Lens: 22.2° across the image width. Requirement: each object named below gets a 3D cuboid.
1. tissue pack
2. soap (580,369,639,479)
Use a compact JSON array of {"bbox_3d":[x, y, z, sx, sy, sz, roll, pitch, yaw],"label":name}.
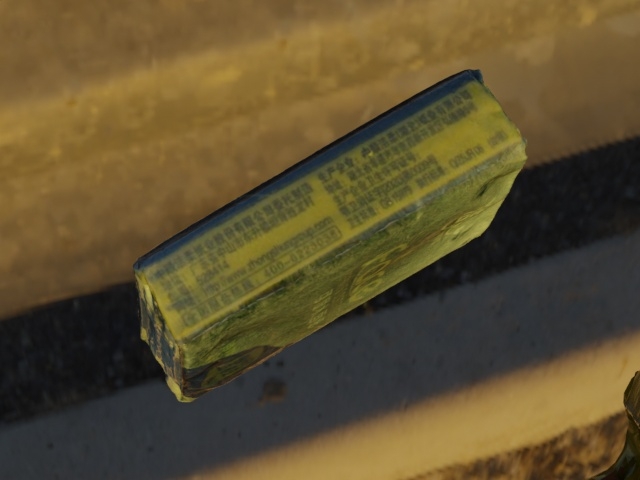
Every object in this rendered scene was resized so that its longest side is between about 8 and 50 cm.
[{"bbox_3d":[0.000,0.000,1.083,0.257,0.185,0.081,-30,79,-12],"label":"tissue pack"},{"bbox_3d":[0.204,0.149,0.647,0.204,0.324,0.096,30,94,3],"label":"soap"}]
